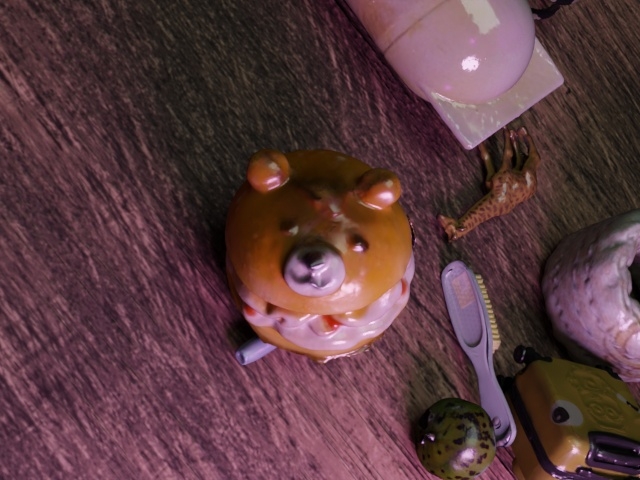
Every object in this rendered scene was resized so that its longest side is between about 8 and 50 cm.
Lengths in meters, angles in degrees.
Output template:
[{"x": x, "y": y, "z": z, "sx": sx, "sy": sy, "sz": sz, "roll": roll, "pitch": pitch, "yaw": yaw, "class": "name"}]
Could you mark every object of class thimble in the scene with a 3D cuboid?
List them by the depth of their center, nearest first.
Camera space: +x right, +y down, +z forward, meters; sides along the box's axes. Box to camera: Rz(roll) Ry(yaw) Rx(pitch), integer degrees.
[{"x": 0.517, "y": 0.094, "z": 1.897, "sx": 0.292, "sy": 0.195, "sz": 0.291, "roll": 9, "pitch": 71, "yaw": -26, "class": "thimble"}]

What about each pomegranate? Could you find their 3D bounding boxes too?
[{"x": 0.202, "y": 0.290, "z": 1.695, "sx": 0.161, "sy": 0.122, "sz": 0.122, "roll": 29, "pitch": 54, "yaw": -52, "class": "pomegranate"}]

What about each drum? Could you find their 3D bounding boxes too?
[{"x": -0.021, "y": 0.087, "z": 1.674, "sx": 0.253, "sy": 0.049, "sz": 0.130, "roll": -11, "pitch": 77, "yaw": -33, "class": "drum"}]

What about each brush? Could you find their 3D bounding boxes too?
[{"x": 0.251, "y": 0.169, "z": 1.781, "sx": 0.060, "sy": 0.068, "sz": 0.296, "roll": 9, "pitch": 59, "yaw": -41, "class": "brush"}]

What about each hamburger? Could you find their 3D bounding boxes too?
[{"x": 0.000, "y": 0.000, "z": 1.563, "sx": 0.277, "sy": 0.236, "sz": 0.276, "roll": 2, "pitch": 57, "yaw": -3, "class": "hamburger"}]

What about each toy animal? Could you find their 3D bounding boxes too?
[{"x": 0.280, "y": -0.090, "z": 1.919, "sx": 0.149, "sy": 0.054, "sz": 0.275, "roll": 31, "pitch": 59, "yaw": -14, "class": "toy animal"}]

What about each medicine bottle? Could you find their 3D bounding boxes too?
[{"x": 0.194, "y": -0.360, "z": 1.862, "sx": 0.236, "sy": 0.236, "sz": 0.406, "roll": -35, "pitch": 90, "yaw": -35, "class": "medicine bottle"}]

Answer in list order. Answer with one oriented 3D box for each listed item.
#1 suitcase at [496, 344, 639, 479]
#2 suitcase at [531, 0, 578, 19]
[{"x": 0.372, "y": 0.284, "z": 1.744, "sx": 0.194, "sy": 0.143, "sz": 0.235, "roll": 15, "pitch": 33, "yaw": -23, "class": "suitcase"}, {"x": 0.347, "y": -0.552, "z": 2.055, "sx": 0.352, "sy": 0.194, "sz": 0.339, "roll": -31, "pitch": 91, "yaw": -35, "class": "suitcase"}]
